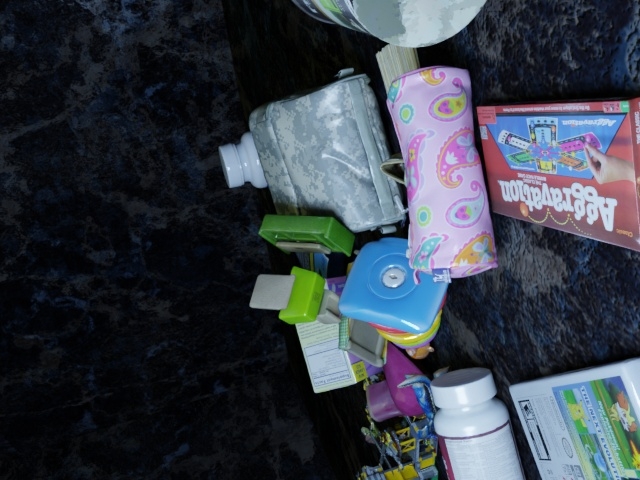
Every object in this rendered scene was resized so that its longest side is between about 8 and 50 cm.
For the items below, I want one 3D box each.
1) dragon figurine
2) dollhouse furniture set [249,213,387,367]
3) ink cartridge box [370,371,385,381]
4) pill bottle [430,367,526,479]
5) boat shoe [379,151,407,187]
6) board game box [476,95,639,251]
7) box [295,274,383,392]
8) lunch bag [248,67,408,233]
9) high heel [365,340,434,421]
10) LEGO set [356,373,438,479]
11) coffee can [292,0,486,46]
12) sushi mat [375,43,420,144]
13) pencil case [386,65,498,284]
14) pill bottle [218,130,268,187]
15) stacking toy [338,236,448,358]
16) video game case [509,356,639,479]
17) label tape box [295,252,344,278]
[{"bbox_3d":[0.209,0.305,1.175,0.289,0.085,0.144,43,-145,-70],"label":"dragon figurine"},{"bbox_3d":[0.011,0.102,1.239,0.301,0.151,0.197,38,-120,-49],"label":"dollhouse furniture set"},{"bbox_3d":[0.162,0.383,1.754,0.115,0.029,0.062,170,85,-79],"label":"ink cartridge box"},{"bbox_3d":[0.252,0.325,1.052,0.121,0.121,0.221,168,87,-78],"label":"pill bottle"},{"bbox_3d":[0.160,-0.097,1.006,0.190,0.072,0.068,22,123,59],"label":"boat shoe"},{"bbox_3d":[0.262,-0.084,0.733,0.281,0.027,0.145,-146,42,-72],"label":"board game box"},{"bbox_3d":[0.055,0.210,1.551,0.213,0.117,0.243,-3,-105,-57],"label":"box"},{"bbox_3d":[0.031,-0.155,1.265,0.256,0.213,0.305,-1,107,60],"label":"lunch bag"},{"bbox_3d":[0.171,0.197,1.435,0.181,0.127,0.377,-29,60,36],"label":"high heel"},{"bbox_3d":[0.147,0.481,1.544,0.331,0.192,0.255,88,162,-46],"label":"LEGO set"},{"bbox_3d":[0.071,-0.368,0.835,0.275,0.202,0.201,-128,26,-60],"label":"coffee can"},{"bbox_3d":[0.158,-0.185,1.104,0.151,0.019,0.316,179,76,-79],"label":"sushi mat"},{"bbox_3d":[0.162,-0.086,0.884,0.124,0.124,0.284,157,107,-78],"label":"pencil case"},{"bbox_3d":[-0.118,-0.222,1.701,0.152,0.272,0.152,165,90,-78],"label":"pill bottle"},{"bbox_3d":[0.165,0.143,1.220,0.165,0.175,0.302,-65,-30,-26],"label":"stacking toy"},{"bbox_3d":[0.355,0.317,0.782,0.300,0.036,0.329,114,140,-71],"label":"video game case"},{"bbox_3d":[0.000,0.000,1.831,0.249,0.115,0.347,88,160,-47],"label":"label tape box"}]
